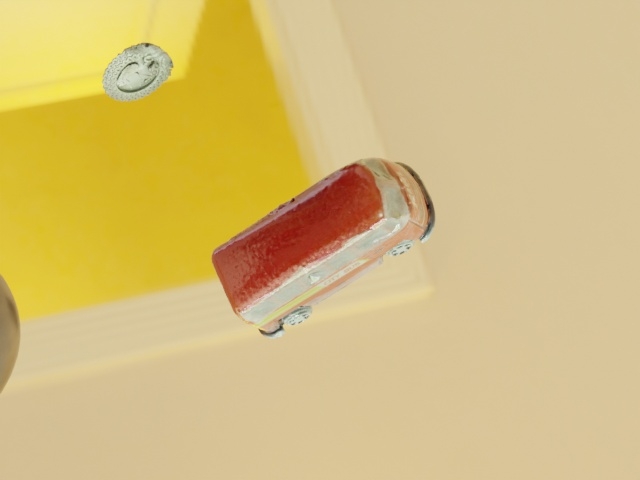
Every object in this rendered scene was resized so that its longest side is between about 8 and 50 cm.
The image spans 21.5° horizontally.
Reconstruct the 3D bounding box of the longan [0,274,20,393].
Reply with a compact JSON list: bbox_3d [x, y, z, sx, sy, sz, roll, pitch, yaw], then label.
[{"bbox_3d":[-0.350,0.083,1.492,0.159,0.185,0.204,30,-54,12],"label":"longan"}]

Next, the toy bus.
[{"bbox_3d":[0.000,0.000,1.982,0.120,0.265,0.121,24,38,-62],"label":"toy bus"}]

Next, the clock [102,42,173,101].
[{"bbox_3d":[-0.205,-0.186,1.880,0.074,0.083,0.010,36,21,-47],"label":"clock"}]
